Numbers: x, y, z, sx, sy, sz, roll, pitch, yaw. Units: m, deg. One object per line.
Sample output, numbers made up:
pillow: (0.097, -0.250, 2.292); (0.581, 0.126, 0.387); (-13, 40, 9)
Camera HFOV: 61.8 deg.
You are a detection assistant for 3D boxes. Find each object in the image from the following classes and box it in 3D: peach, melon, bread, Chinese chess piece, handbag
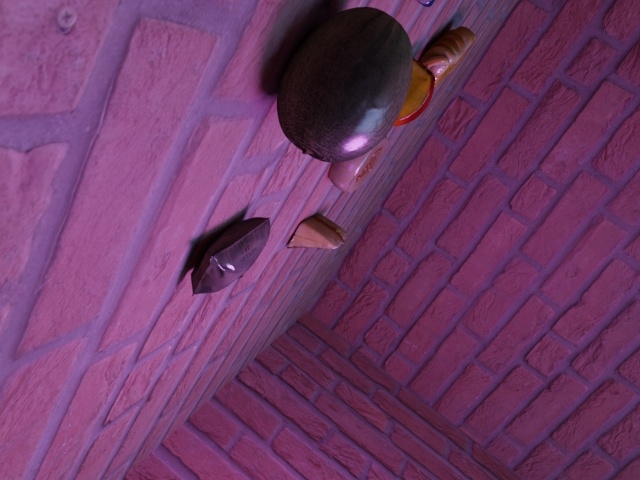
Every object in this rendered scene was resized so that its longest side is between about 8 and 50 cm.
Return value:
peach: (0.305, -0.502, 1.913); (0.267, 0.154, 0.159); (-57, 171, 19)
melon: (0.054, -0.315, 1.098); (0.329, 0.249, 0.248); (-58, 170, 1)
bread: (0.000, 0.000, 2.184); (0.135, 0.178, 0.240); (-58, 171, 22)
Chinese chess piece: (0.141, -0.304, 1.997); (0.273, 0.102, 0.273); (-51, 170, -12)
bread: (0.485, -0.722, 2.084); (0.311, 0.121, 0.173); (-47, 172, -33)
handbag: (-0.237, 0.043, 1.413); (0.182, 0.117, 0.270); (-50, 175, 37)

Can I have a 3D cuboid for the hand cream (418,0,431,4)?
hand cream: (0.325, -0.725, 1.575); (0.083, 0.048, 0.224); (-58, 175, 30)
